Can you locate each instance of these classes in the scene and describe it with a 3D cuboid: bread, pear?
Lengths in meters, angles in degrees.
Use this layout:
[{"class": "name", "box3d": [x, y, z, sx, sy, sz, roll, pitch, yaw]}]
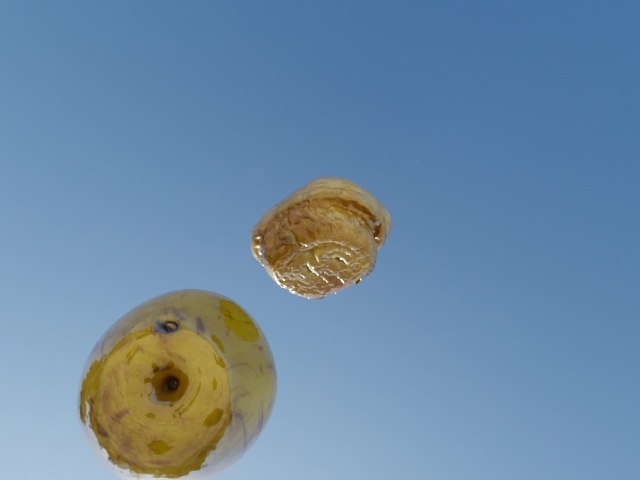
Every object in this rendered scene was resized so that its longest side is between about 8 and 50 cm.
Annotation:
[{"class": "bread", "box3d": [-0.002, -0.002, 0.861, 0.236, 0.120, 0.198, -33, -48, 25]}, {"class": "pear", "box3d": [-0.193, 0.200, 0.707, 0.280, 0.281, 0.281, 2, -81, 10]}]
